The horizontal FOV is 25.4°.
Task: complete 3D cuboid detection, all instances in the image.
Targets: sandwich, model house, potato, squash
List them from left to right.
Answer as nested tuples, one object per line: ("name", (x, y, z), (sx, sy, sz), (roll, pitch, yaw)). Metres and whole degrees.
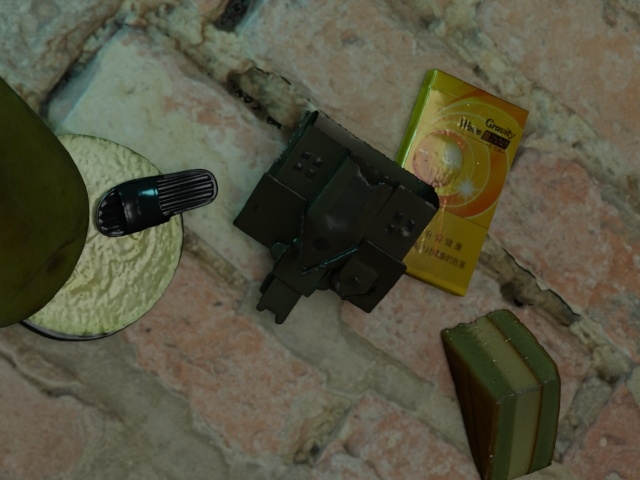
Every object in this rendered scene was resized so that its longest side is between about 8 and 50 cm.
("potato", (-0.365, -0.035, 1.535), (0.280, 0.212, 0.330), (30, 78, -28))
("squash", (-0.293, -0.002, 1.719), (0.252, 0.049, 0.252), (-1, 92, -22))
("model house", (0.000, 0.000, 1.748), (0.211, 0.204, 0.243), (34, 103, -1))
("sandwich", (0.242, 0.216, 1.927), (0.117, 0.144, 0.187), (-17, 131, -19))

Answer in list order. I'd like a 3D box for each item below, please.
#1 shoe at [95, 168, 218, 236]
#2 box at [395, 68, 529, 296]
("shoe", (-0.192, -0.049, 1.704), (0.159, 0.053, 0.062), (-19, 101, -23))
("box", (0.168, -0.076, 1.886), (0.152, 0.043, 0.269), (22, 83, -19))
